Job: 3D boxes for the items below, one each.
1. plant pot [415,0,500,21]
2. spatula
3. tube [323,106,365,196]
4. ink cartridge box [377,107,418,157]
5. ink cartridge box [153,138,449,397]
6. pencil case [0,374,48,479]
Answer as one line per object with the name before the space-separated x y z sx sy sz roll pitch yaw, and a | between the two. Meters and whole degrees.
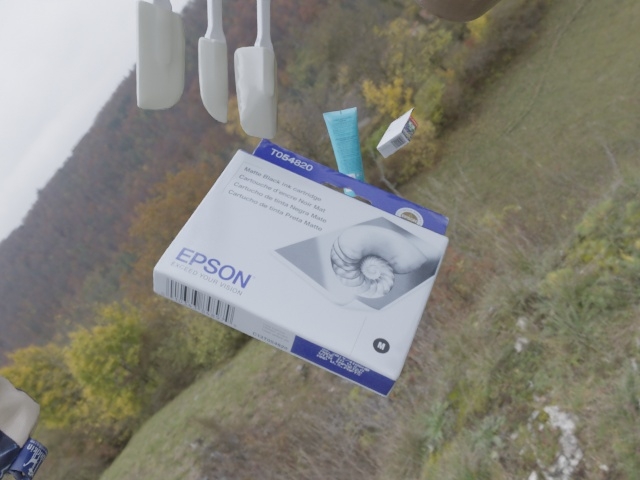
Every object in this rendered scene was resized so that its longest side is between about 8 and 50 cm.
plant pot | 0.231 -0.445 0.922 0.263 0.263 0.229 -61 1 -29
spatula | -0.092 -0.218 0.561 0.019 0.168 0.241 -4 85 41
tube | 0.066 -0.208 1.538 0.080 0.207 0.052 -13 11 -6
ink cartridge box | 0.154 -0.209 1.237 0.063 0.029 0.115 -31 17 37
ink cartridge box | 0.000 0.000 0.592 0.045 0.223 0.224 107 -172 -51
pencil case | -0.438 0.103 0.549 0.160 0.410 0.183 -41 26 -2
